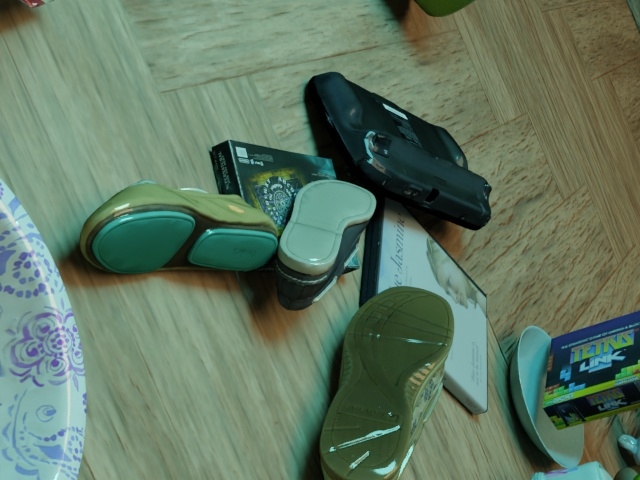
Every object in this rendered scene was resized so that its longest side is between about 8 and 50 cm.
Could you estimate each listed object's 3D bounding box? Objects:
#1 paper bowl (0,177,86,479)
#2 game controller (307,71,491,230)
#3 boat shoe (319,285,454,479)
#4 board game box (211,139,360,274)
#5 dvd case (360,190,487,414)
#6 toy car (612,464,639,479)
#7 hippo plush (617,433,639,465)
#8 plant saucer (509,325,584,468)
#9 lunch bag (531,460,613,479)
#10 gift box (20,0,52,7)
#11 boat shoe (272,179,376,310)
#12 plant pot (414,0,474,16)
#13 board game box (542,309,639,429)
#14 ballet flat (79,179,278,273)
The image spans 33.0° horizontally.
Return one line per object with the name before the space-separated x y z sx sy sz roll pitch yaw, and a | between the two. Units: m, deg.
paper bowl | -0.263 0.070 0.512 0.284 0.148 0.284 37 43 -44
game controller | 0.102 -0.104 1.296 0.319 0.067 0.166 17 32 -55
boat shoe | 0.060 0.152 1.059 0.285 0.104 0.089 -58 159 -49
board game box | -0.031 -0.029 1.076 0.186 0.026 0.126 5 68 -58
dvd case | 0.130 0.070 1.281 0.253 0.022 0.180 44 38 -36
toy car | 0.509 0.374 1.492 0.155 0.188 0.149 106 -26 -72
hippo plush | 0.575 0.306 1.738 0.236 0.234 0.294 4 110 -39
plant saucer | 0.295 0.212 1.447 0.195 0.037 0.195 35 44 -44
lunch bag | 0.336 0.394 1.296 0.279 0.108 0.224 51 25 -51
gift box | -0.210 -0.306 0.724 0.255 0.258 0.276 65 29 -8
boat shoe | 0.000 0.000 1.043 0.206 0.075 0.065 -56 164 -61
plant pot | 0.120 -0.492 1.419 0.293 0.275 0.275 33 43 -23
board game box | 0.380 0.163 1.408 0.048 0.170 0.141 53 32 -23
ballet flat | -0.125 -0.013 0.888 0.073 0.080 0.232 50 19 25
